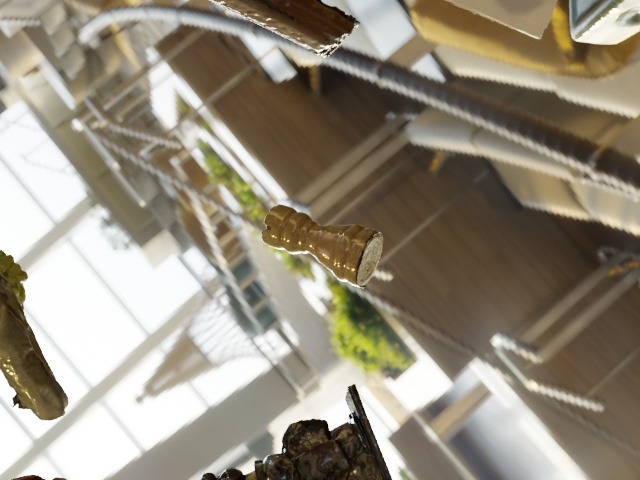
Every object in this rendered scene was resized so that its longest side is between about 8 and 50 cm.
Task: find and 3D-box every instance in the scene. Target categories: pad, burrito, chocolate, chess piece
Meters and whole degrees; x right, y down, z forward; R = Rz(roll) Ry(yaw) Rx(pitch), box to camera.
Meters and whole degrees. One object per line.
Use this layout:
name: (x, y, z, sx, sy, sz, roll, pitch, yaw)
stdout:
pad: (0.216, -0.377, 1.513, 0.232, 0.156, 0.004, 28, -157, 15)
burrito: (-0.251, 0.058, 0.895, 0.041, 0.045, 0.185, -12, 113, 36)
chocolate: (-0.098, -0.360, 1.706, 0.329, 0.065, 0.102, 24, 143, -25)
chess piece: (0.000, 0.000, 1.225, 0.122, 0.066, 0.066, 21, 160, 19)

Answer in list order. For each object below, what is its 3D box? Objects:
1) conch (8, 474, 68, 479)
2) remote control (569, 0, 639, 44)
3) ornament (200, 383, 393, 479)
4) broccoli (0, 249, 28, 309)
conch: (-0.327, 0.297, 1.171, 0.094, 0.176, 0.104, 40, -178, -23)
remote control: (0.174, -0.264, 0.663, 0.123, 0.038, 0.285, 146, 124, -74)
ornament: (-0.026, 0.263, 1.233, 0.166, 0.196, 0.153, 85, 165, -77)
broccoli: (-0.396, 0.034, 0.968, 0.281, 0.293, 0.347, 8, 127, 53)
